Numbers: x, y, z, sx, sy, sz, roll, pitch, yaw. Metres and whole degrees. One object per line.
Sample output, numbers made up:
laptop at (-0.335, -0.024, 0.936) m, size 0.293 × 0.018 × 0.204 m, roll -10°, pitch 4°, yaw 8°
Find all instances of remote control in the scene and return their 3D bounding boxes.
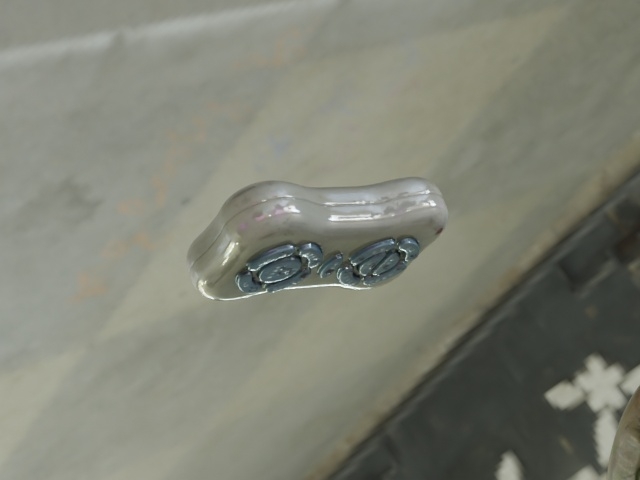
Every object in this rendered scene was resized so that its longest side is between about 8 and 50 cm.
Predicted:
remote control at (0.000, 0.000, 0.766) m, size 0.122 × 0.032 × 0.074 m, roll -4°, pitch 150°, yaw -36°

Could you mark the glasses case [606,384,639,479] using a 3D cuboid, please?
glasses case at (0.344, 0.109, 1.048) m, size 0.425 × 0.098 × 0.156 m, roll -14°, pitch 111°, yaw -36°
